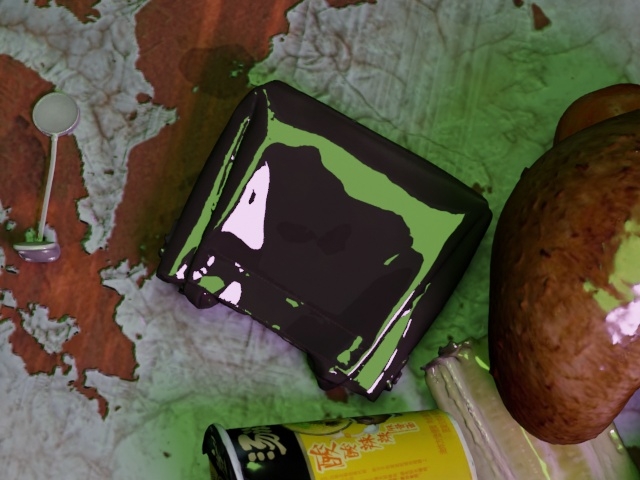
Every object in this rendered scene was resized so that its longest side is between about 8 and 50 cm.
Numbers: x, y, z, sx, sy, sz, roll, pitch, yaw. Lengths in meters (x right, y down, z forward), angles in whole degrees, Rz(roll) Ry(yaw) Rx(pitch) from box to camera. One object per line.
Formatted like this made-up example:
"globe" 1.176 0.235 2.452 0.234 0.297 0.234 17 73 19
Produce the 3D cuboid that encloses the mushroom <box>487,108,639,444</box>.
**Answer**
"mushroom" 0.306 0.071 1.727 0.331 0.334 0.356 -22 63 -45

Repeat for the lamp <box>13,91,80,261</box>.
"lamp" -0.287 -0.071 1.972 0.050 0.056 0.198 1 68 4

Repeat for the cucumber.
"cucumber" 0.228 0.238 1.839 0.145 0.105 0.325 -16 71 -38

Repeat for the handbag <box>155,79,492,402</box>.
"handbag" 0.000 0.000 1.913 0.285 0.113 0.257 31 80 3

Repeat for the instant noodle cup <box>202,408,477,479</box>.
"instant noodle cup" 0.023 0.257 1.790 0.236 0.215 0.216 -10 72 -11

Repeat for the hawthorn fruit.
"hawthorn fruit" 0.309 -0.099 1.932 0.133 0.133 0.138 36 65 11
